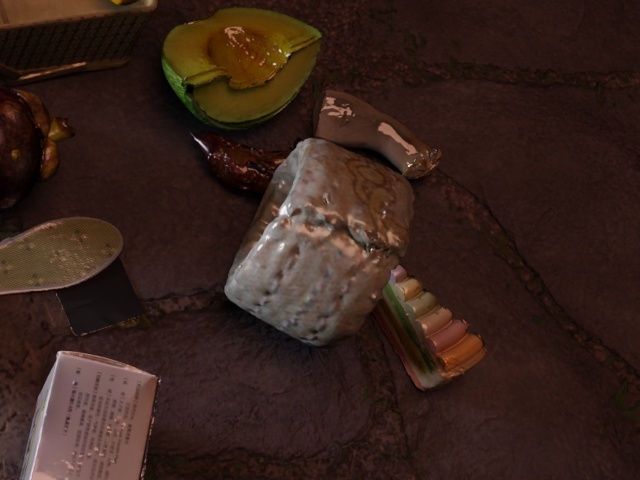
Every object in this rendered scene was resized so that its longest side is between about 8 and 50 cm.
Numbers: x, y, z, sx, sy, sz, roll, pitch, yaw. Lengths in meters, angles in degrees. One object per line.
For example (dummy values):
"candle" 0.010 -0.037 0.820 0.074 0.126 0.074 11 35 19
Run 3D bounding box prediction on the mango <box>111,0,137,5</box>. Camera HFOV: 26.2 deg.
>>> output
"mango" -0.284 -0.446 2.023 0.145 0.112 0.219 7 73 -23

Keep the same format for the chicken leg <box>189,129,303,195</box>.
"chicken leg" -0.089 -0.117 2.147 0.234 0.063 0.105 4 52 -17

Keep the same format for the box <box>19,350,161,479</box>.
"box" -0.316 0.333 1.771 0.145 0.173 0.332 14 61 -12

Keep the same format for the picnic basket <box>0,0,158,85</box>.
"picnic basket" -0.440 -0.375 2.078 0.313 0.175 0.228 -13 71 -31

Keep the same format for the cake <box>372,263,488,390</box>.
"cake" 0.137 0.129 2.085 0.225 0.109 0.090 45 58 4

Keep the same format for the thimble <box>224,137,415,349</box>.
"thimble" 0.000 0.000 1.992 0.195 0.291 0.291 26 59 -8

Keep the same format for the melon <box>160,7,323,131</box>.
"melon" -0.145 -0.272 2.177 0.265 0.129 0.169 -26 47 -29

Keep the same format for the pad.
"pad" -0.336 0.057 2.001 0.112 0.003 0.157 -17 72 -27

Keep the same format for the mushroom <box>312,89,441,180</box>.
"mushroom" 0.091 -0.169 2.235 0.223 0.081 0.092 26 40 -10

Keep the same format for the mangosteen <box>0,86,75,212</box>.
"mangosteen" -0.450 -0.130 1.940 0.217 0.192 0.192 -9 68 -29

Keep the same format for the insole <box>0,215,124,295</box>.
"insole" -0.433 0.032 1.970 0.322 0.007 0.109 -14 70 -26
